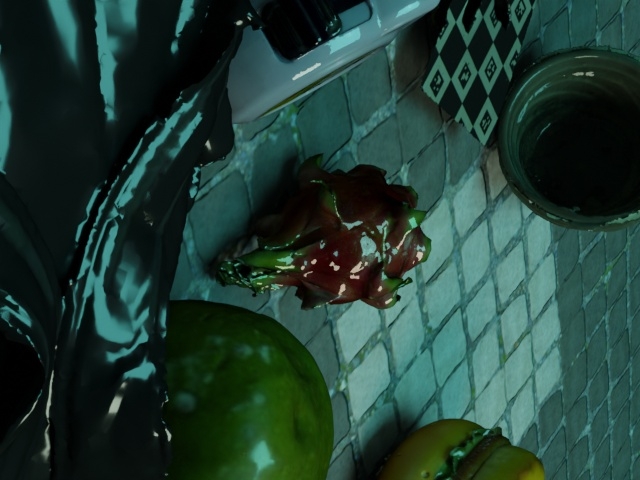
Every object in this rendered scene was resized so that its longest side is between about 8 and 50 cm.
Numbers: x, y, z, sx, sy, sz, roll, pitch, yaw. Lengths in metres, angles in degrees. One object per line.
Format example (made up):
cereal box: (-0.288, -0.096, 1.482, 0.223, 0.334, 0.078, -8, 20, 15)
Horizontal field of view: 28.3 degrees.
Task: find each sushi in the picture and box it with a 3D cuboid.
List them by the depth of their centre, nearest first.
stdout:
sushi: (0.173, -0.263, 1.390, 0.192, 0.043, 0.280, 30, 77, -57)

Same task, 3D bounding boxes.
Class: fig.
fig: (-0.082, 0.181, 1.017, 0.233, 0.233, 0.314, -60, 150, -22)

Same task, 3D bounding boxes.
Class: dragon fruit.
dragon fruit: (0.002, -0.003, 1.164, 0.235, 0.135, 0.137, 0, 109, -39)

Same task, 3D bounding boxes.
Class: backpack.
backpack: (-0.199, -0.002, 0.742, 0.363, 0.254, 0.446, -23, 125, -44)

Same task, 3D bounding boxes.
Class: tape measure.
tape measure: (-0.021, -0.172, 1.007, 0.178, 0.196, 0.105, -33, 96, -34)

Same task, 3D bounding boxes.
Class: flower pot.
flower pot: (0.329, -0.111, 1.564, 0.140, 0.235, 0.236, 64, 47, -74)

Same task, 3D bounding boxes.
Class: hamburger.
hamburger: (0.141, 0.320, 1.464, 0.246, 0.170, 0.246, -43, 149, -35)
